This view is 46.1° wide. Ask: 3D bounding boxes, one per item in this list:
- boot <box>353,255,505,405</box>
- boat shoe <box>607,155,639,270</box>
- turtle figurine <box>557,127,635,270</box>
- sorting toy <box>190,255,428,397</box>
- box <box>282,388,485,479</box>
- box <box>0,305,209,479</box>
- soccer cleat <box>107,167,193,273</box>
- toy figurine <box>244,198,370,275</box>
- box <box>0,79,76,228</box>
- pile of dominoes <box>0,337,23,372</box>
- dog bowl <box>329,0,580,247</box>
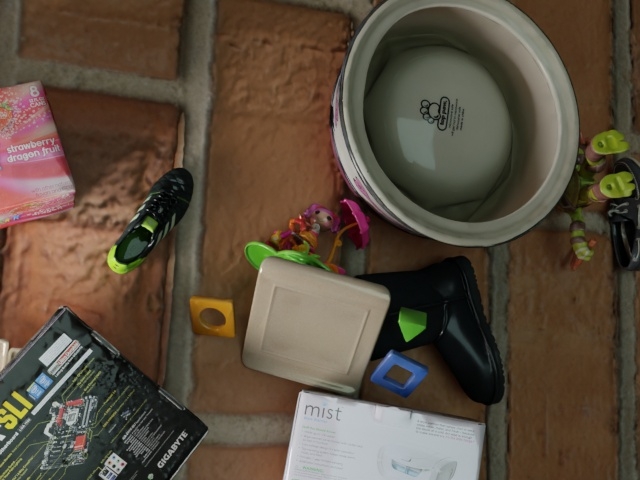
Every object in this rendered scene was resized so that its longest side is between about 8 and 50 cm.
[{"bbox_3d":[0.157,0.155,1.157,0.207,0.094,0.247,-13,87,-21],"label":"boot"},{"bbox_3d":[0.546,-0.046,1.334,0.064,0.075,0.206,-10,91,-24],"label":"boat shoe"},{"bbox_3d":[0.435,-0.100,1.247,0.087,0.217,0.270,11,73,0],"label":"turtle figurine"},{"bbox_3d":[-0.011,0.116,1.063,0.347,0.196,0.047,15,33,0],"label":"sorting toy"},{"bbox_3d":[0.077,0.343,1.050,0.261,0.127,0.231,10,78,0],"label":"box"},{"bbox_3d":[-0.339,0.286,0.951,0.257,0.079,0.322,44,69,-15],"label":"box"},{"bbox_3d":[-0.231,-0.029,1.052,0.060,0.072,0.179,36,73,-12],"label":"soccer cleat"},{"bbox_3d":[0.000,0.000,1.129,0.173,0.130,0.159,27,56,12],"label":"toy figurine"},{"bbox_3d":[-0.474,-0.081,0.935,0.299,0.142,0.154,-17,88,-21],"label":"box"},{"bbox_3d":[-0.396,0.245,0.990,0.251,0.040,0.196,29,74,-23],"label":"pile of dominoes"},{"bbox_3d":[0.195,-0.183,1.186,0.407,0.150,0.408,2,83,-19],"label":"dog bowl"}]
